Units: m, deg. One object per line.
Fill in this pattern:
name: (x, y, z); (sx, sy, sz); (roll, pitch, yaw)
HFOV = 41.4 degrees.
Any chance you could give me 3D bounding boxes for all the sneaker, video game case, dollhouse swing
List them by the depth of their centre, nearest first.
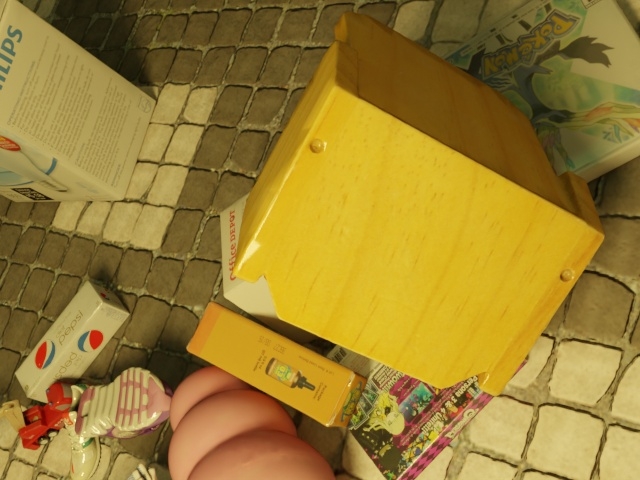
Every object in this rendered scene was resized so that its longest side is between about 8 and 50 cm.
dollhouse swing: (0.099, -0.060, 1.019); (0.315, 0.346, 0.305); (-60, 18, 14)
video game case: (0.119, 0.169, 1.112); (0.232, 0.042, 0.210); (-48, 49, 6)
video game case: (0.287, -0.189, 1.170); (0.329, 0.036, 0.300); (-29, 54, 21)
sneaker: (-0.280, 0.258, 1.298); (0.236, 0.104, 0.095); (-22, 54, 46)
sneaker: (-0.400, 0.313, 1.391); (0.057, 0.075, 0.161); (-8, 64, 32)

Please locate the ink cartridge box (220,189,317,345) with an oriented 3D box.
ink cartridge box: (0.000, 0.000, 1.170); (0.232, 0.168, 0.171); (-33, 41, 24)

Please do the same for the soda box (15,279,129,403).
soda box: (-0.436, 0.181, 1.486); (0.216, 0.069, 0.074); (-51, 49, 3)

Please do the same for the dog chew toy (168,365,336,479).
dog chew toy: (-0.108, 0.296, 1.121); (0.206, 0.206, 0.332); (-46, 42, 8)

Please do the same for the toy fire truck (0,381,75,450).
toy fire truck: (-0.506, 0.302, 1.432); (0.192, 0.135, 0.047); (-40, 51, 13)

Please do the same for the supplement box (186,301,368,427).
supplement box: (-0.058, 0.165, 1.124); (0.233, 0.080, 0.078); (24, 83, 26)

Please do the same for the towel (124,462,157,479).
towel: (-0.273, 0.456, 1.097); (0.285, 0.034, 0.209); (-47, 52, 21)

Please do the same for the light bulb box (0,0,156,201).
light bulb box: (-0.581, -0.246, 1.603); (0.357, 0.361, 0.225); (1, 69, 36)
